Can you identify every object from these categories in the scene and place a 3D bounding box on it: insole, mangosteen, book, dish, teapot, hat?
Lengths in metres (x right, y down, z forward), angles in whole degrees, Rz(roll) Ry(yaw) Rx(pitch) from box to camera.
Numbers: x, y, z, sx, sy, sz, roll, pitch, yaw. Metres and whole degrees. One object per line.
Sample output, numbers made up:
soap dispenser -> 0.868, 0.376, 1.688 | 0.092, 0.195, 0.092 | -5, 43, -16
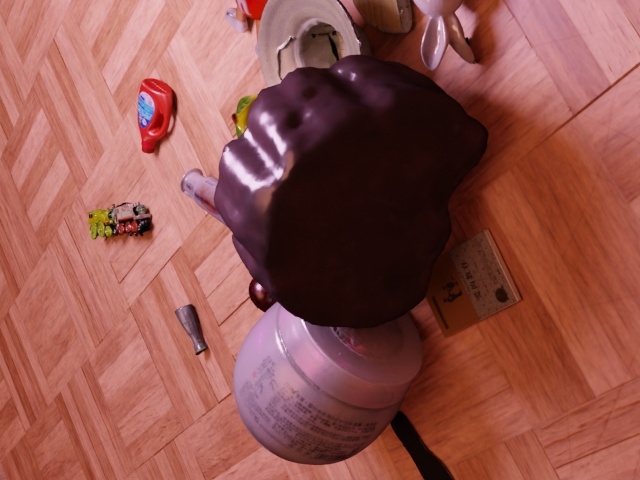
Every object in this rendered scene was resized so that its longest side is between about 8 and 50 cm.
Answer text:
insole -> 0.176, 0.370, 1.556 | 0.188, 0.004, 0.064 | 54, 136, 24
mangosteen -> -0.098, 0.097, 1.745 | 0.081, 0.081, 0.081 | 19, 116, 46
book -> 0.222, 0.069, 1.401 | 0.172, 0.012, 0.118 | -37, 72, 49
dish -> -0.065, -0.191, 1.607 | 0.207, 0.080, 0.149 | 34, 129, 37
teapot -> -0.281, 0.197, 2.021 | 0.043, 0.042, 0.111 | -31, 82, 50
hat -> 0.020, -0.294, 1.449 | 0.252, 0.110, 0.252 | 27, 128, 40

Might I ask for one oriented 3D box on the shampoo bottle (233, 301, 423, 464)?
shampoo bottle -> 0.009, 0.208, 1.494 | 0.273, 0.273, 0.266 | 54, 126, 24

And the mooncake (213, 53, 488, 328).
mooncake -> 0.036, -0.076, 1.304 | 0.381, 0.350, 0.212 | -56, 45, 15

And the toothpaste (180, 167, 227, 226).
toothpaste -> -0.150, -0.046, 1.771 | 0.323, 0.066, 0.100 | 34, 121, 33

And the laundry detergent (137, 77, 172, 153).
laundry detergent -> -0.355, -0.257, 1.959 | 0.097, 0.049, 0.165 | 38, 131, 32

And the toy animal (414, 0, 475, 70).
toy animal -> 0.174, -0.346, 1.286 | 0.127, 0.131, 0.182 | 82, 163, -64

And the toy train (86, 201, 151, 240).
toy train -> -0.476, -0.045, 2.164 | 0.249, 0.053, 0.085 | -4, 93, 50

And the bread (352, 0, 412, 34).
bread -> 0.084, -0.405, 1.399 | 0.112, 0.036, 0.193 | -1, 105, 55

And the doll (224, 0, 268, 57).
doll -> -0.109, -0.426, 1.584 | 0.183, 0.085, 0.217 | 53, 145, 26
